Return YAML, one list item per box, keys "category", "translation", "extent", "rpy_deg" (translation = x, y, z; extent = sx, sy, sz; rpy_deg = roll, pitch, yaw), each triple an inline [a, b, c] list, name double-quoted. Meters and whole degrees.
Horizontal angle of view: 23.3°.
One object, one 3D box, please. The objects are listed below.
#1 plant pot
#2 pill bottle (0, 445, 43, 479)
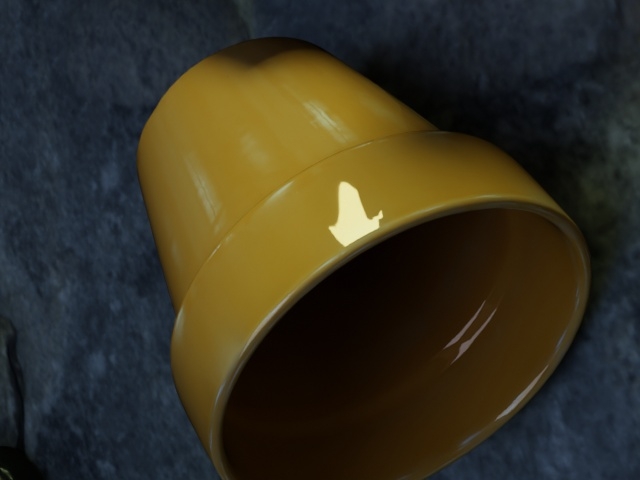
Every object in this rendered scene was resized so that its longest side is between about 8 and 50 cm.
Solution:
- category: "plant pot"
  translation: [0.000, 0.000, 0.787]
  extent: [0.188, 0.205, 0.205]
  rpy_deg: [55, 135, 38]
- category: "pill bottle"
  translation: [-0.306, 0.225, 1.114]
  extent: [0.123, 0.219, 0.122]
  rpy_deg: [16, 114, 40]
